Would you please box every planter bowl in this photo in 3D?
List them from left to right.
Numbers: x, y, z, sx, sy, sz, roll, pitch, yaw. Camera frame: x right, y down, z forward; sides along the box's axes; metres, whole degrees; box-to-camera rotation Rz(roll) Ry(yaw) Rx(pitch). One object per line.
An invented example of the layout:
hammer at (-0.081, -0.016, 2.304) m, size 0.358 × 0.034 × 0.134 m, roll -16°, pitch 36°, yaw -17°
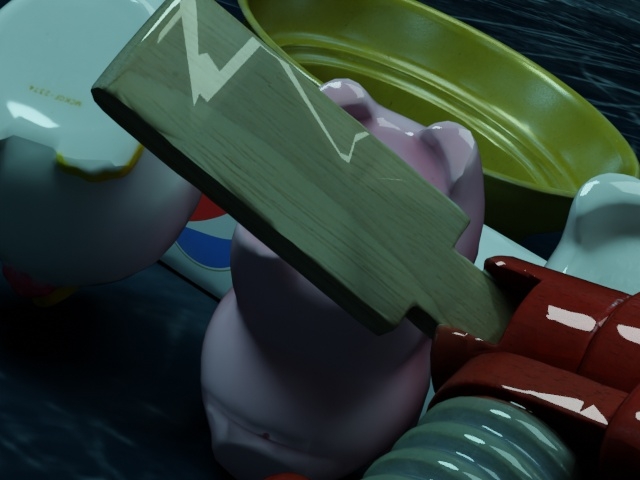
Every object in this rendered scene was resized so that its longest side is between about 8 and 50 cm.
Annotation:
planter bowl at (0.042, -0.044, 0.846) m, size 0.217 × 0.090 × 0.217 m, roll 21°, pitch 23°, yaw -10°

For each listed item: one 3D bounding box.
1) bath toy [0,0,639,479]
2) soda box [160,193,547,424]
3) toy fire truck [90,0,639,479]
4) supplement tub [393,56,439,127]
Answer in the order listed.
bath toy at (0.024, 0.033, 0.576) m, size 0.348 × 0.151 × 0.129 m, roll 27°, pitch -20°, yaw 15°
soda box at (0.000, 0.000, 0.718) m, size 0.216 × 0.069 × 0.074 m, roll 31°, pitch 19°, yaw 21°
toy fire truck at (0.029, 0.052, 0.415) m, size 0.246 × 0.158 × 0.217 m, roll 20°, pitch 43°, yaw 36°
supplement tub at (0.061, -0.071, 0.984) m, size 0.071 × 0.071 × 0.107 m, roll 37°, pitch 22°, yaw 32°
